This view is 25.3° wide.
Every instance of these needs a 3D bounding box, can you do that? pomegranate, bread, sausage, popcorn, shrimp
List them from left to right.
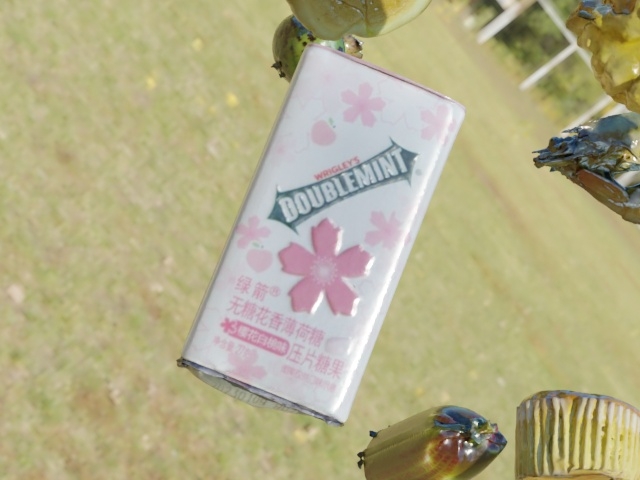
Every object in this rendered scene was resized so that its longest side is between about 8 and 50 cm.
[{"bbox_3d":[0.001,-0.280,2.093,0.122,0.161,0.122,40,-44,54],"label":"pomegranate"},{"bbox_3d":[0.050,-0.359,1.846,0.213,0.213,0.105,45,20,-33],"label":"bread"},{"bbox_3d":[0.161,0.288,1.996,0.125,0.117,0.317,35,-27,-6],"label":"sausage"},{"bbox_3d":[0.407,0.320,2.170,0.288,0.204,0.156,38,54,-51],"label":"bread"},{"bbox_3d":[0.374,-0.091,1.735,0.267,0.145,0.061,0,9,-26],"label":"shrimp"},{"bbox_3d":[0.336,-0.207,1.387,0.170,0.180,0.180,22,26,-32],"label":"popcorn"}]

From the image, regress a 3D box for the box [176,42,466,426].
[{"bbox_3d":[0.000,0.000,1.483,0.190,0.370,0.112,21,-8,-2],"label":"box"}]
